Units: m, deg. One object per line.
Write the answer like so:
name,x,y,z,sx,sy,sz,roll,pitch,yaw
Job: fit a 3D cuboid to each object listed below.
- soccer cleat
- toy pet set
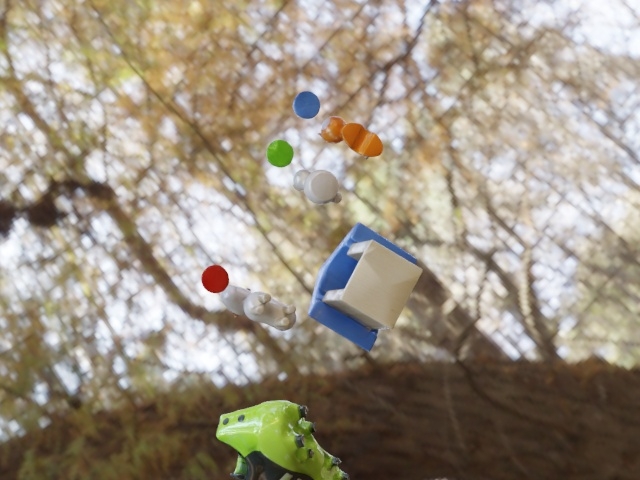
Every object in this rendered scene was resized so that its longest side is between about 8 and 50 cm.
soccer cleat,-0.025,0.182,0.991,0.072,0.060,0.179,-7,-45,17
toy pet set,0.000,0.000,0.720,0.114,0.065,0.122,31,-101,-13
